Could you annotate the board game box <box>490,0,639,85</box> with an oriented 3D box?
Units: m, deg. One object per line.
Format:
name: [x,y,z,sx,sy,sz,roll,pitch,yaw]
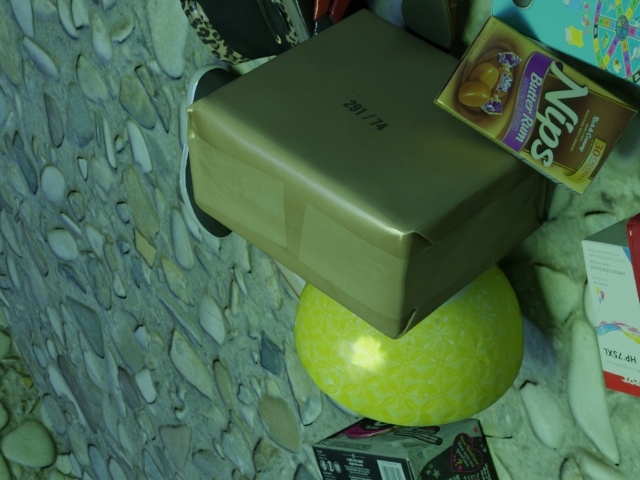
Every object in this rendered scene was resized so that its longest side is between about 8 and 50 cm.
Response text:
board game box: [0.316,-0.287,1.314,0.336,0.079,0.254,35,136,42]

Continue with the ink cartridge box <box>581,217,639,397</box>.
ink cartridge box: [0.375,0.101,1.481,0.134,0.078,0.231,12,120,54]

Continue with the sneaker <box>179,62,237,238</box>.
sneaker: [-0.140,-0.113,2.098,0.147,0.104,0.296,37,134,47]

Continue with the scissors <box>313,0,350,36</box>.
scissors: [-0.003,-0.274,1.703,0.021,0.109,0.297,-102,37,-68]

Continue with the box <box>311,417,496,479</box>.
box: [0.127,0.347,1.963,0.247,0.142,0.163,-6,103,57]

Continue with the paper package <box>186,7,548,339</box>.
paper package: [0.066,-0.091,1.571,0.325,0.309,0.168,34,140,28]

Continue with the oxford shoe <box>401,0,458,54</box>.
oxford shoe: [0.142,-0.299,1.591,0.076,0.076,0.212,32,153,26]

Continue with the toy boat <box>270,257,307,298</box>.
toy boat: [0.000,0.000,1.959,0.231,0.151,0.151,55,176,18]

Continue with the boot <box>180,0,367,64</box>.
boot: [-0.095,-0.403,1.815,0.284,0.138,0.377,3,121,56]

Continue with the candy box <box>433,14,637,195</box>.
candy box: [0.228,-0.143,1.441,0.186,0.109,0.053,32,-178,-2]

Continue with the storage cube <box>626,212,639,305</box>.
storage cube: [0.429,0.044,1.260,0.193,0.183,0.215,9,117,54]

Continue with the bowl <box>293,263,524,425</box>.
bowl: [0.115,0.066,1.646,0.289,0.289,0.156,44,146,33]
